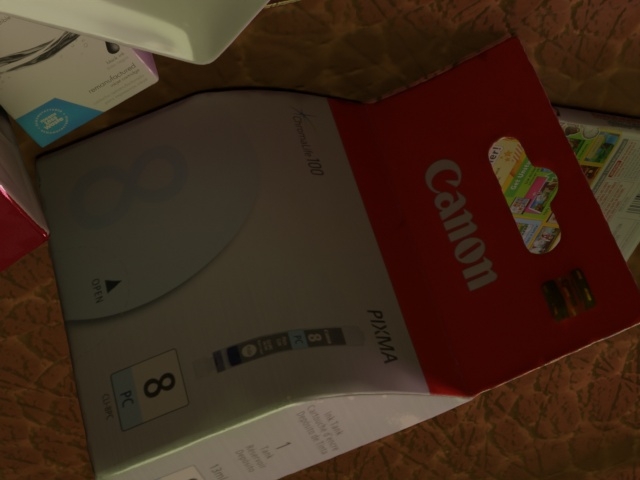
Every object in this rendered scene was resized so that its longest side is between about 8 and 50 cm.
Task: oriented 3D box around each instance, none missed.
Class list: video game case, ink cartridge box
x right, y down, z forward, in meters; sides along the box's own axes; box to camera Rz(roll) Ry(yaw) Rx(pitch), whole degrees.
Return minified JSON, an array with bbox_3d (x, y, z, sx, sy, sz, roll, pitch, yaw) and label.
[{"bbox_3d":[0.184,-0.020,1.577,0.206,0.026,0.227,7,133,-24],"label":"video game case"},{"bbox_3d":[0.000,0.000,1.330,0.385,0.308,0.091,-23,138,6],"label":"ink cartridge box"},{"bbox_3d":[-0.205,-0.158,1.284,0.104,0.060,0.180,-29,135,12],"label":"ink cartridge box"}]

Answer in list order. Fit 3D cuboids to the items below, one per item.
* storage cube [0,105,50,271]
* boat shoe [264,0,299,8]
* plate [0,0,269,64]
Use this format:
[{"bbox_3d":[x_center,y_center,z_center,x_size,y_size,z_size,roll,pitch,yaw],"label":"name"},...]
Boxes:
[{"bbox_3d":[-0.326,-0.056,1.247,0.193,0.215,0.184,-33,134,7],"label":"storage cube"},{"bbox_3d":[0.019,-0.206,1.306,0.178,0.060,0.064,-22,137,5],"label":"boat shoe"},{"bbox_3d":[-0.142,-0.208,1.118,0.278,0.045,0.277,12,157,-22],"label":"plate"}]
